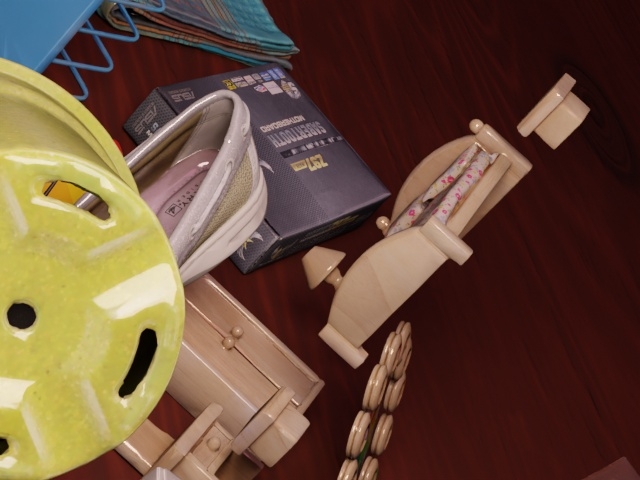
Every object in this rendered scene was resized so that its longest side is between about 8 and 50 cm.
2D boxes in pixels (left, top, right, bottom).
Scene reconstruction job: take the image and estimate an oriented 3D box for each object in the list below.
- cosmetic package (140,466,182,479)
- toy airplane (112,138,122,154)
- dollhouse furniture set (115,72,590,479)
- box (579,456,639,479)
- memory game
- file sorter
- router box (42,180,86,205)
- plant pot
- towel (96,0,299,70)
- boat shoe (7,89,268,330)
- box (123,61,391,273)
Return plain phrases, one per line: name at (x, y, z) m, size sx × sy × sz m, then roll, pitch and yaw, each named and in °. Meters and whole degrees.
cosmetic package at (-0.054, 0.268, 1.150) m, size 0.238 × 0.107 × 0.127 m, roll 38°, pitch 25°, yaw -32°
toy airplane at (-0.194, -0.048, 1.514) m, size 0.151 × 0.028 × 0.151 m, roll 30°, pitch 32°, yaw -21°
dollhouse furniture set at (0.000, 0.000, 1.358) m, size 0.174 × 0.355 × 0.303 m, roll 43°, pitch 29°, yaw -1°
box at (0.284, 0.378, 1.448) m, size 0.381 × 0.143 × 0.191 m, roll 51°, pitch 30°, yaw 16°
memory game at (0.041, 0.152, 1.403) m, size 0.012 × 0.186 × 0.186 m, roll 17°, pitch 27°, yaw 11°
file sorter at (-0.213, -0.219, 1.574) m, size 0.104 × 0.170 × 0.118 m, roll 6°, pitch 46°, yaw -54°
router box at (-0.252, -0.041, 1.374) m, size 0.179 × 0.046 × 0.133 m, roll 27°, pitch 52°, yaw -28°
plant pot at (-0.201, 0.027, 1.049) m, size 0.276 × 0.276 × 0.254 m, roll 32°, pitch -6°, yaw -21°
towel at (-0.190, -0.341, 1.899) m, size 0.271 × 0.040 × 0.370 m, roll 11°, pitch 43°, yaw -46°
boat shoe at (-0.156, 0.012, 1.292) m, size 0.118 × 0.103 × 0.320 m, roll 28°, pitch 53°, yaw 29°
box at (-0.054, -0.075, 1.695) m, size 0.183 × 0.059 × 0.232 m, roll 51°, pitch 30°, yaw 10°
